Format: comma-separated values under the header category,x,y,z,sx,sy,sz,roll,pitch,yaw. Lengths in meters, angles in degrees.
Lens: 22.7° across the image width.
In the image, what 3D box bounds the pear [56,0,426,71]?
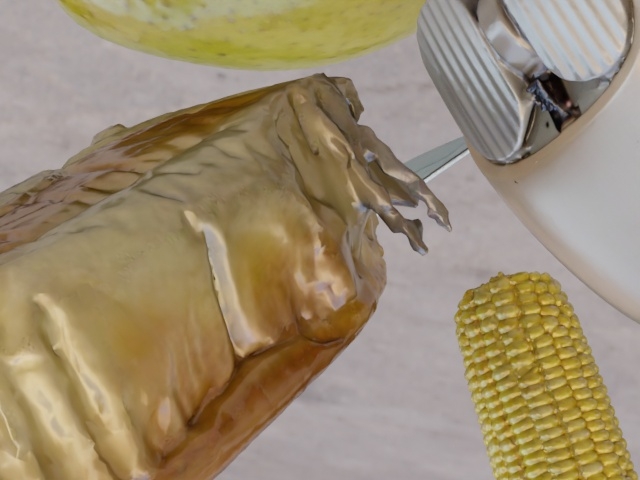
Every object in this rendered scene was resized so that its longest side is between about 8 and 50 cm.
category,x,y,z,sx,sy,sz,roll,pitch,yaw
pear,-0.029,-0.298,1.135,0.418,0.362,0.362,-20,164,-8

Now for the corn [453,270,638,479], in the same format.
category,x,y,z,sx,sy,sz,roll,pitch,yaw
corn,0.144,0.140,0.928,0.081,0.248,0.081,-16,161,-5

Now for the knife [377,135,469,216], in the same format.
category,x,y,z,sx,sy,sz,roll,pitch,yaw
knife,-0.001,0.000,1.346,0.044,0.331,0.080,60,164,-22

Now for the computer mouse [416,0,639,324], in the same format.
category,x,y,z,sx,sy,sz,roll,pitch,yaw
computer mouse,0.149,-0.047,0.743,0.236,0.082,0.145,49,137,0

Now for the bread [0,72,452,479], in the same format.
category,x,y,z,sx,sy,sz,roll,pitch,yaw
bread,-0.108,0.058,0.814,0.236,0.388,0.183,-9,110,48
